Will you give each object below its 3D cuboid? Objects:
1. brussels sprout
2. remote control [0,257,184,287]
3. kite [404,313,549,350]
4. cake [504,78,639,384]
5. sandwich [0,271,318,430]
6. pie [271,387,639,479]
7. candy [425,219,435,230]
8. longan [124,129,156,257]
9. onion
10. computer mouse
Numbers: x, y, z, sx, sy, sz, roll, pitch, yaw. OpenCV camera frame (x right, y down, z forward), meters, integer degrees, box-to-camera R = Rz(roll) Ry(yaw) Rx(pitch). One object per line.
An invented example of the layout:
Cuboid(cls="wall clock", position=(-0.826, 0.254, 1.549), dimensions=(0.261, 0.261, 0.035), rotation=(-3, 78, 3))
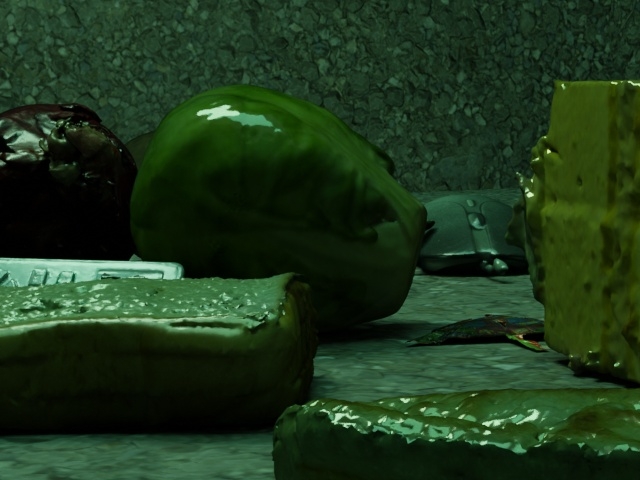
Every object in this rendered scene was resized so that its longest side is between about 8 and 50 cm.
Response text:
Cuboid(cls="brussels sprout", position=(-0.034, -0.016, 1.387), dimensions=(0.271, 0.219, 0.210), rotation=(18, 19, -8))
Cuboid(cls="remote control", position=(-0.261, 0.063, 1.296), dimensions=(0.293, 0.051, 0.103), rotation=(0, 46, 11))
Cuboid(cls="kite", position=(0.163, 0.080, 1.339), dimensions=(0.189, 0.010, 0.159), rotation=(-3, 7, -5))
Cuboid(cls="cake", position=(0.289, -0.013, 1.177), dimensions=(0.227, 0.223, 0.286), rotation=(-1, 4, -19))
Cuboid(cls="sandwich", position=(-0.132, 0.069, 1.075), dimensions=(0.251, 0.087, 0.226), rotation=(-3, 8, 4))
Cuboid(cls="pie", position=(0.111, 0.103, 0.620), dimensions=(0.247, 0.090, 0.201), rotation=(1, -5, 22))
Cuboid(cls="candy", position=(-0.001, 0.001, 1.808), dimensions=(0.323, 0.097, 0.097), rotation=(-7, 7, -29))
Cuboid(cls="longan", position=(-0.188, -0.057, 2.031), dimensions=(0.198, 0.198, 0.212), rotation=(-4, 8, -29))
Cuboid(cls="onion", position=(-0.334, -0.045, 1.741), dimensions=(0.280, 0.221, 0.281), rotation=(-6, -13, -1))
Cuboid(cls="computer mouse", position=(0.191, -0.007, 1.936), dimensions=(0.167, 0.090, 0.379), rotation=(-3, 7, -6))
